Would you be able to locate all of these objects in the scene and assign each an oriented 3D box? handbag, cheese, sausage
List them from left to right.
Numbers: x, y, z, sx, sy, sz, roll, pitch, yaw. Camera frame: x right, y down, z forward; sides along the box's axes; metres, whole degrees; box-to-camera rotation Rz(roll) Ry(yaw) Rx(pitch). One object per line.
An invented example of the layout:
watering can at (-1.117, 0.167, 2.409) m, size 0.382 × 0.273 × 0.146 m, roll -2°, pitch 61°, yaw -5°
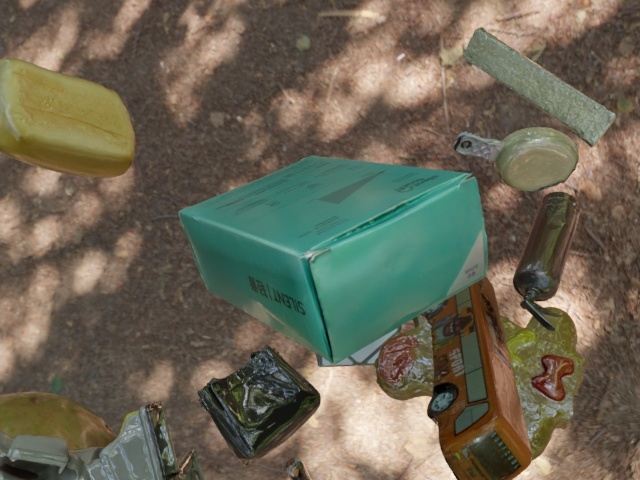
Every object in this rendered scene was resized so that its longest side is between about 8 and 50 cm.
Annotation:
handbag at (-0.168, 0.443, 1.806) m, size 0.257 × 0.285 × 0.113 m, roll 48°, pitch 143°, yaw 15°
sausage at (-0.012, 0.343, 0.883) m, size 0.028 × 0.198 × 0.025 m, roll 15°, pitch 53°, yaw 32°
cheese at (0.270, -0.115, 0.915) m, size 0.171 × 0.092 × 0.047 m, roll -2°, pitch 45°, yaw 4°
cheese at (0.475, -0.351, 1.462) m, size 0.400 × 0.034 × 0.085 m, roll 47°, pitch 124°, yaw 30°

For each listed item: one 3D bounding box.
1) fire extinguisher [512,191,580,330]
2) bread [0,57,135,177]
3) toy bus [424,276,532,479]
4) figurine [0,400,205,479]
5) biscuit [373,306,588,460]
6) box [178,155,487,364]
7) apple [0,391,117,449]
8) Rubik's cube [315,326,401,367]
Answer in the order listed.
fire extinguisher at (0.376, 0.030, 1.076) m, size 0.089 × 0.072 × 0.267 m, roll 32°, pitch 50°, yaw 3°
bread at (-0.358, -0.156, 0.893) m, size 0.098 × 0.217 × 0.147 m, roll -30°, pitch 66°, yaw 29°
toy bus at (0.194, 0.151, 0.865) m, size 0.092 × 0.408 × 0.093 m, roll -32°, pitch 108°, yaw 20°
figurine at (-0.275, 0.286, 0.688) m, size 0.308 × 0.309 × 0.143 m, roll -50°, pitch 21°, yaw 6°
biscuit at (0.352, 0.236, 1.379) m, size 0.394 × 0.076 × 0.368 m, roll 24°, pitch 55°, yaw 19°
box at (0.000, 0.000, 0.717) m, size 0.205 × 0.118 × 0.311 m, roll -28°, pitch 23°, yaw -26°
apple at (-0.437, 0.370, 0.897) m, size 0.338 × 0.339 × 0.305 m, roll -55°, pitch 32°, yaw 4°
Rubik's cube at (0.085, 0.178, 1.635) m, size 0.205 × 0.205 × 0.207 m, roll 0°, pitch 108°, yaw -7°
